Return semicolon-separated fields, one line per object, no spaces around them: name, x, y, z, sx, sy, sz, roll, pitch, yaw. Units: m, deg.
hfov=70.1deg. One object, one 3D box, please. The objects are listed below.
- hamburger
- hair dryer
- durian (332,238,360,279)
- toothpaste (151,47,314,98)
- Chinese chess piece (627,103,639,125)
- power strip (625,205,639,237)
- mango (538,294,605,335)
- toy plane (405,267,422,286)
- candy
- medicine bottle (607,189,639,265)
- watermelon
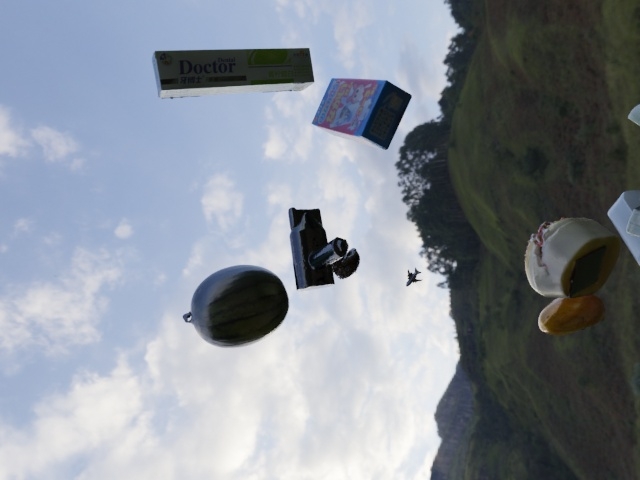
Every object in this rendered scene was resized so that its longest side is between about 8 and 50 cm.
hamburger;0.692;0.049;1.266;0.296;0.151;0.226;-2;-71;-36
hair dryer;0.000;0.000;1.257;0.116;0.302;0.244;-6;-101;-22
durian;0.097;0.092;2.154;0.196;0.167;0.196;16;-134;-17
toothpaste;-0.181;-0.363;0.985;0.337;0.067;0.081;-11;-84;-23
Chinese chess piece;0.987;-0.347;1.349;0.144;0.058;0.144;23;-148;-16
power strip;0.655;0.014;0.722;0.093;0.288;0.053;-16;-57;-32
mango;0.821;0.242;1.507;0.252;0.153;0.126;-11;-119;-22
toy plane;0.366;0.149;1.814;0.079;0.031;0.083;37;-86;-18
candy;0.103;-0.361;1.270;0.100;0.306;0.157;19;-80;-31
medicine bottle;0.778;0.010;1.023;0.296;0.161;0.111;-78;3;-49
watermelon;-0.288;0.228;1.568;0.360;0.279;0.278;-15;-78;-18
